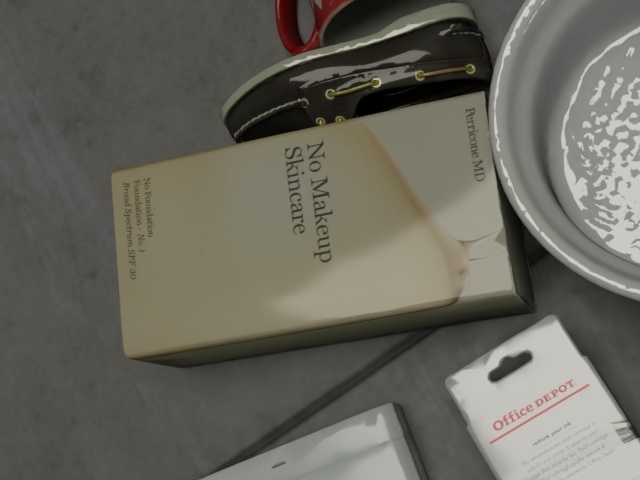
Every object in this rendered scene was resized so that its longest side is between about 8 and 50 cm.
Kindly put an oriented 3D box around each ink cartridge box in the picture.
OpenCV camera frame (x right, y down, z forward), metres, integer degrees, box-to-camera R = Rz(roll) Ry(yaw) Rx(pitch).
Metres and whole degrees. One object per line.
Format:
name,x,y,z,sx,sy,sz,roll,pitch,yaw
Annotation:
ink cartridge box,0.182,0.156,0.813,0.104,0.060,0.180,-33,72,11

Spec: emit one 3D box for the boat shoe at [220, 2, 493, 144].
boat shoe,0.027,-0.119,0.905,0.228,0.081,0.068,-21,70,11

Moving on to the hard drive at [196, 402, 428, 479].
hard drive,0.021,0.305,0.851,0.203,0.040,0.307,-24,73,13

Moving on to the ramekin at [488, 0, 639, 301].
ramekin,0.268,-0.081,0.789,0.277,0.135,0.277,-4,78,18

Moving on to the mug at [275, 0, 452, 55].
mug,0.011,-0.243,0.921,0.150,0.113,0.169,-22,70,12

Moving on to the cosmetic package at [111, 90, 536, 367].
cosmetic package,0.000,0.000,0.877,0.309,0.113,0.160,-12,76,17
